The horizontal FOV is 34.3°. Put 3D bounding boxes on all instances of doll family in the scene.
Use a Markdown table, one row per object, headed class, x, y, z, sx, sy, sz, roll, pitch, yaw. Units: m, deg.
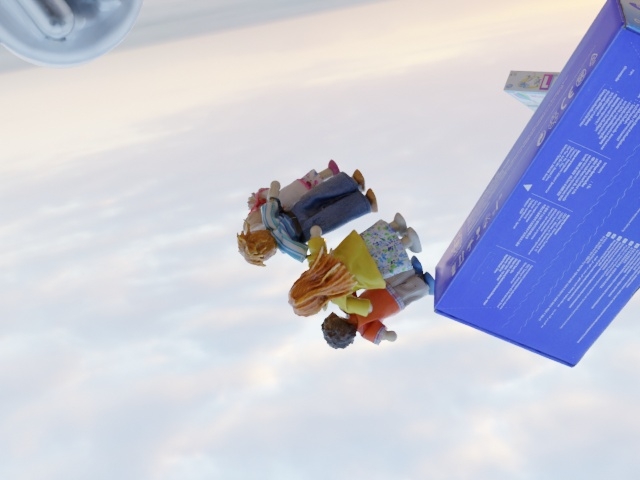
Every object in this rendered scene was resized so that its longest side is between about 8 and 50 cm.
| class | x | y | z | sx | sy | sz | roll | pitch | yaw |
| --- | --- | --- | --- | --- | --- | --- | --- | --- | --- |
| doll family | 0.000 | 0.000 | 1.139 | 0.163 | 0.118 | 0.263 | -31 | -121 | -15 |

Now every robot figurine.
| class | x | y | z | sx | sy | sz | roll | pitch | yaw |
| --- | --- | --- | --- | --- | --- | --- | --- | --- | --- |
| robot figurine | -0.323 | -0.312 | 1.270 | 0.300 | 0.200 | 0.353 | -35 | -165 | -7 |

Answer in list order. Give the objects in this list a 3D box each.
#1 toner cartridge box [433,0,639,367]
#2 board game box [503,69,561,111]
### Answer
| class | x | y | z | sx | sy | sz | roll | pitch | yaw |
| --- | --- | --- | --- | --- | --- | --- | --- | --- | --- |
| toner cartridge box | 0.254 | -0.043 | 0.969 | 0.165 | 0.348 | 0.075 | 22 | -144 | -10 |
| board game box | 0.292 | -0.152 | 1.141 | 0.103 | 0.026 | 0.154 | 25 | 174 | -38 |
